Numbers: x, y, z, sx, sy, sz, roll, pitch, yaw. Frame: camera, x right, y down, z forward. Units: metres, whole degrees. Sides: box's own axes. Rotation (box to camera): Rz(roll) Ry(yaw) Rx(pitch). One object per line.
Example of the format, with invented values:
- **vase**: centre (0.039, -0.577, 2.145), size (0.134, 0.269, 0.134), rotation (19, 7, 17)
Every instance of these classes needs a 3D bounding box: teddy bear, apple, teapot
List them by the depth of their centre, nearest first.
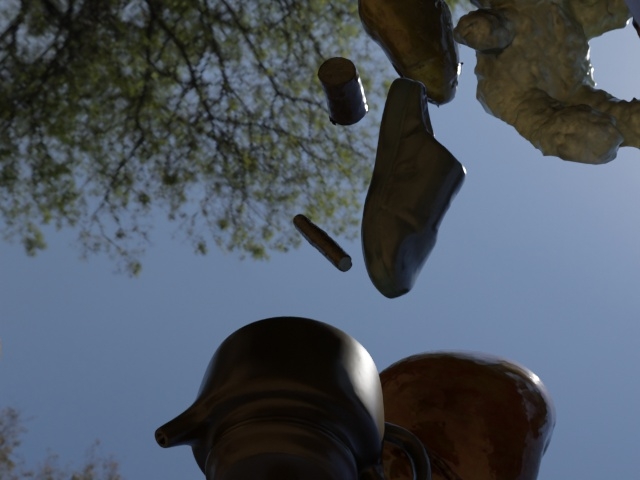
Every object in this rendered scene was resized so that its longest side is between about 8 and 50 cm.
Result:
- **teapot**: centre (-0.020, 0.196, 0.781), size (0.175, 0.267, 0.186), rotation (-83, -169, -55)
- **apple**: centre (0.159, 0.256, 1.038), size (0.264, 0.264, 0.264), rotation (-22, -137, 23)
- **teddy bear**: centre (0.324, -0.331, 1.123), size (0.327, 0.362, 0.375), rotation (-9, -154, -23)

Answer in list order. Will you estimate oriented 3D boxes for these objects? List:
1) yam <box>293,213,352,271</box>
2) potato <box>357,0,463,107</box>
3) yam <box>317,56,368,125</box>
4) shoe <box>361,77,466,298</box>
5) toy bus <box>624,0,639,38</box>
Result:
- **yam**: centre (0.000, 0.000, 0.845), size (0.021, 0.021, 0.116), rotation (-43, -144, -1)
- **potato**: centre (0.192, -0.408, 1.643), size (0.141, 0.296, 0.191), rotation (-22, -171, 42)
- **yam**: centre (0.044, -0.286, 1.597), size (0.084, 0.127, 0.084), rotation (-5, -121, 9)
- **shoe**: centre (0.108, -0.060, 0.878), size (0.100, 0.103, 0.251), rotation (-3, -110, 25)
- **toy bus**: centre (0.331, -0.179, 0.701), size (0.112, 0.274, 0.090), rotation (-32, -179, 12)
